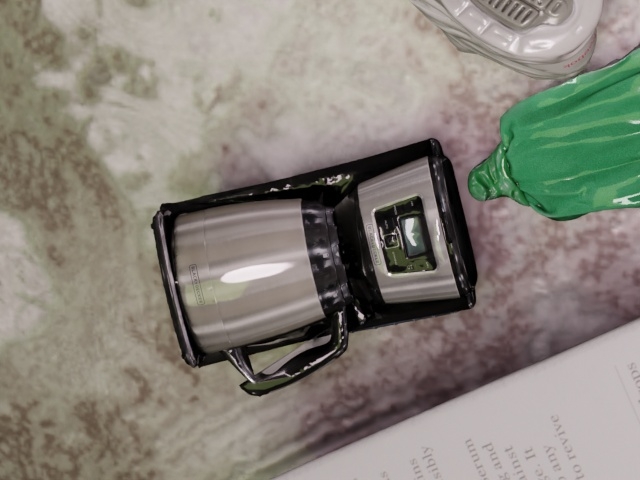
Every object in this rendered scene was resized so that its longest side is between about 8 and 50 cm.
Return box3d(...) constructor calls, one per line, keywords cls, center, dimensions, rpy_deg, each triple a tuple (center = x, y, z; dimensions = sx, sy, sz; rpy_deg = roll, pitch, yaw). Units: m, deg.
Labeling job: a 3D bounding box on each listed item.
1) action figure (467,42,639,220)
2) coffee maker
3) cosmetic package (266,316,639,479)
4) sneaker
box3d(cls="action figure", center=(0.191, -0.067, 1.023), dimensions=(0.232, 0.063, 0.137), rpy_deg=(-18, 105, 19))
box3d(cls="coffee maker", center=(0.000, 0.000, 1.082), dimensions=(0.178, 0.171, 0.120), rpy_deg=(-12, 115, 5))
box3d(cls="cosmetic package", center=(0.153, 0.180, 1.006), dimensions=(0.453, 0.161, 0.230), rpy_deg=(-28, 82, 38))
box3d(cls="sneaker", center=(0.064, -0.162, 1.013), dimensions=(0.090, 0.115, 0.232), rpy_deg=(-43, 69, -3))
